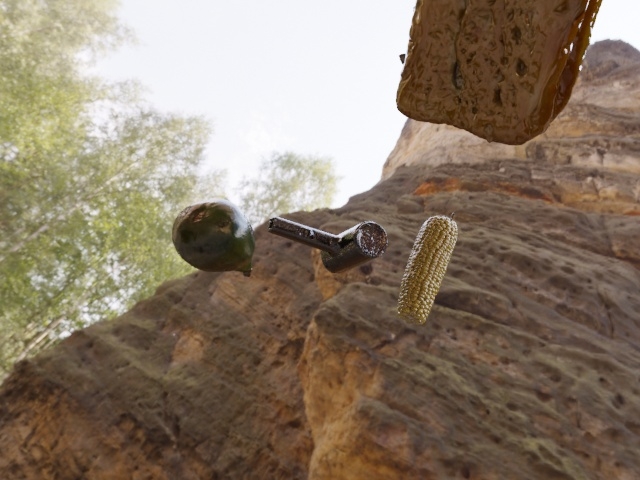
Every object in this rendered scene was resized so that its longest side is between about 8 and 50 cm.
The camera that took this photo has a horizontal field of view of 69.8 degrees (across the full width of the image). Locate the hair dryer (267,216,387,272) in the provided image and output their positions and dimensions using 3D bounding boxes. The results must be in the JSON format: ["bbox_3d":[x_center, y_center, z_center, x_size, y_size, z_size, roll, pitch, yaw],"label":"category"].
[{"bbox_3d":[0.000,0.000,1.032,0.251,0.089,0.197,15,-18,-20],"label":"hair dryer"}]

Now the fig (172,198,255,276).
[{"bbox_3d":[-0.146,0.005,0.702,0.117,0.117,0.177,14,-16,21],"label":"fig"}]

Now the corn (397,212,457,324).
[{"bbox_3d":[0.269,0.064,1.160,0.101,0.310,0.101,22,-21,9],"label":"corn"}]

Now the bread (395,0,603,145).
[{"bbox_3d":[0.176,-0.282,0.402,0.185,0.109,0.380,28,-52,27],"label":"bread"}]
